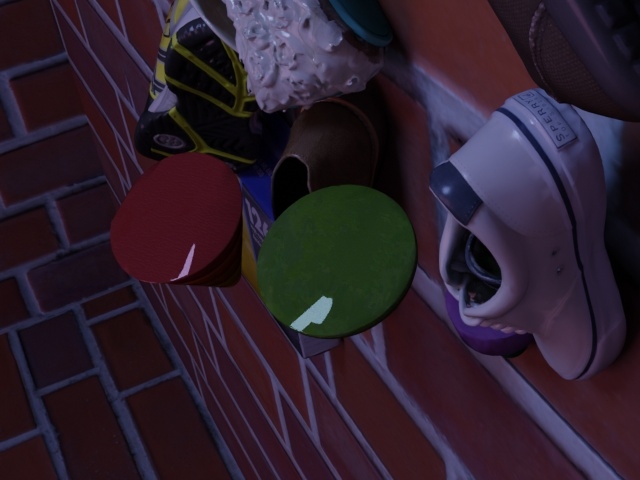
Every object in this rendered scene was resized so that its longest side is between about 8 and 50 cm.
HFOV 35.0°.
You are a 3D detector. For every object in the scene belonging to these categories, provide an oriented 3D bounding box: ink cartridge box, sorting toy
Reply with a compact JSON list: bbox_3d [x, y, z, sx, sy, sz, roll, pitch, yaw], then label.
[{"bbox_3d":[-0.081,-0.051,1.305,0.303,0.072,0.307,52,160,49],"label":"ink cartridge box"},{"bbox_3d":[0.007,0.033,0.825,0.365,0.127,0.126,14,159,26],"label":"sorting toy"}]

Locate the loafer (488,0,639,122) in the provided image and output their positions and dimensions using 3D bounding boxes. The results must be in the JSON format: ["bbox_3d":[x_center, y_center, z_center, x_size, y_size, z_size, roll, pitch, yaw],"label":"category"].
[{"bbox_3d":[0.070,-0.209,0.458,0.366,0.134,0.130,68,164,2],"label":"loafer"}]

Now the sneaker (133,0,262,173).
[{"bbox_3d":[-0.115,-0.187,1.132,0.384,0.145,0.147,138,143,-63],"label":"sneaker"}]

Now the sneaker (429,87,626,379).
[{"bbox_3d":[0.117,0.015,0.604,0.094,0.091,0.258,61,179,41],"label":"sneaker"}]

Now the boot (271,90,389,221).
[{"bbox_3d":[0.000,0.000,0.959,0.112,0.115,0.305,19,143,21],"label":"boot"}]

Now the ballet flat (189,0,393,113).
[{"bbox_3d":[-0.087,-0.282,0.826,0.409,0.147,0.147,65,164,11],"label":"ballet flat"}]
